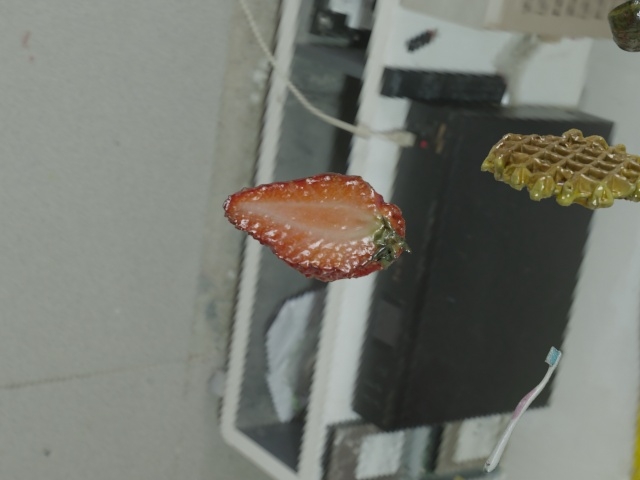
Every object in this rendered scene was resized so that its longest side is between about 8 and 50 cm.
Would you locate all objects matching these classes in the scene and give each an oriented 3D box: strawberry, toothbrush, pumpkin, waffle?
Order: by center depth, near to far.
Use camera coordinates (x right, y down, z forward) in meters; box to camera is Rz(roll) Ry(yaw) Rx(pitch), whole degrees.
[{"bbox_3d":[0.297,-0.195,1.237,0.083,0.050,0.028,40,37,-64],"label":"pumpkin"},{"bbox_3d":[0.004,-0.004,1.735,0.175,0.236,0.107,-40,142,-26],"label":"strawberry"},{"bbox_3d":[0.273,0.228,1.782,0.022,0.017,0.204,41,67,-18],"label":"toothbrush"},{"bbox_3d":[0.362,-0.112,1.976,0.253,0.249,0.056,5,114,-4],"label":"waffle"}]
